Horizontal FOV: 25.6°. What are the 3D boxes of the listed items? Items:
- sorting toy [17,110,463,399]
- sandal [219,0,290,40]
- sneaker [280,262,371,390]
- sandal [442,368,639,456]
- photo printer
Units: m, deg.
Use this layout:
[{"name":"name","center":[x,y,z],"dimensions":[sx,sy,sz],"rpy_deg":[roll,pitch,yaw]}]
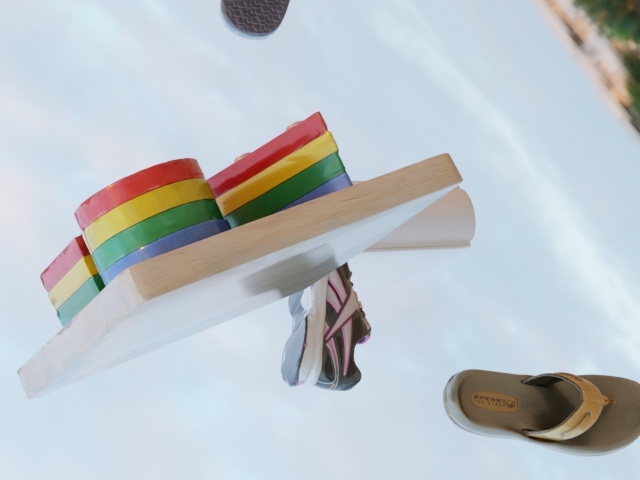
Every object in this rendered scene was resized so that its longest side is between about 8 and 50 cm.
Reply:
[{"name":"sorting toy","center":[-0.076,-0.001,0.992],"dimensions":[0.257,0.255,0.089],"rpy_deg":[-21,-98,-32]},{"name":"sandal","center":[-0.039,-0.336,1.524],"dimensions":[0.097,0.254,0.054],"rpy_deg":[30,174,-4]},{"name":"sneaker","center":[0.013,0.072,1.367],"dimensions":[0.077,0.072,0.178],"rpy_deg":[20,-121,-17]},{"name":"sandal","center":[0.191,0.134,1.153],"dimensions":[0.180,0.049,0.072],"rpy_deg":[8,-119,-11]},{"name":"photo printer","center":[0.000,0.000,1.753],"dimensions":[0.308,0.256,0.107],"rpy_deg":[-2,-104,-36]}]
